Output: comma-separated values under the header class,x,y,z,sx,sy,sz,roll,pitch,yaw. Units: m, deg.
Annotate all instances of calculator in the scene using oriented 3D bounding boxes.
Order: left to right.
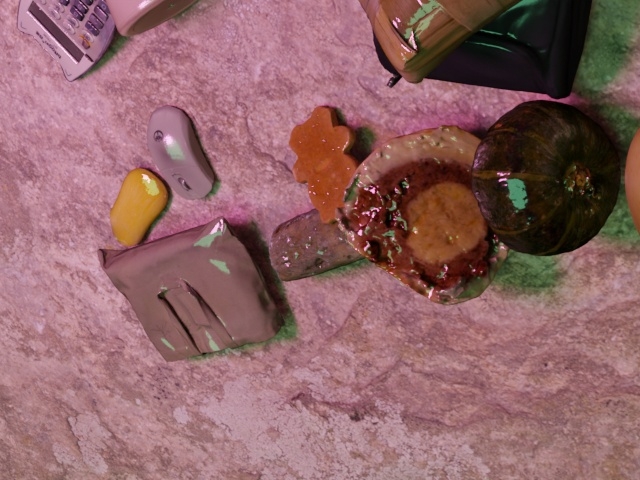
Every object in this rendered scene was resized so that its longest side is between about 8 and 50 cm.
class,x,y,z,sx,sy,sz,roll,pitch,yaw
calculator,-0.412,-0.377,1.831,0.177,0.040,0.268,47,146,-5

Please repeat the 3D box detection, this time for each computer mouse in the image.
class,x,y,z,sx,sy,sz,roll,pitch,yaw
computer mouse,-0.244,-0.139,1.909,0.089,0.056,0.181,-11,112,37

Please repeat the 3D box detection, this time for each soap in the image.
class,x,y,z,sx,sy,sz,roll,pitch,yaw
soap,-0.333,-0.062,2.013,0.089,0.033,0.168,43,128,2

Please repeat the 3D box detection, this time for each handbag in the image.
class,x,y,z,sx,sy,sz,roll,pitch,yaw
handbag,-0.226,0.088,1.998,0.316,0.109,0.253,-15,114,33
handbag,0.200,-0.298,1.503,0.302,0.178,0.275,14,123,20

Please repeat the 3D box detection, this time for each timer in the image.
class,x,y,z,sx,sy,sz,roll,pitch,yaw
timer,-0.296,-0.465,1.687,0.175,0.175,0.266,-29,95,37

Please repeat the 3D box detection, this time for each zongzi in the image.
class,x,y,z,sx,sy,sz,roll,pitch,yaw
zongzi,0.141,-0.350,1.385,0.228,0.115,0.256,-35,56,12

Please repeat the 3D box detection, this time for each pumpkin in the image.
class,x,y,z,sx,sy,sz,roll,pitch,yaw
pumpkin,0.309,-0.086,1.546,0.157,0.224,0.223,7,124,53

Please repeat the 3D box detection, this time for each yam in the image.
class,x,y,z,sx,sy,sz,roll,pitch,yaw
yam,0.000,0.000,1.829,0.194,0.107,0.107,-21,106,36

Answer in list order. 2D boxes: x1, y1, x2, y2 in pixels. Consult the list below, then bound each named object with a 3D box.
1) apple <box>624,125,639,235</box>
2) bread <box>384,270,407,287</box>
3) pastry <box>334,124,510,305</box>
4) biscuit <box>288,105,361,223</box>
class,x,y,z,sx,sy,sz,roll,pitch,yaw
apple,0.521,-0.069,1.425,0.262,0.262,0.262,13,122,21
bread,0.132,0.034,1.822,0.083,0.035,0.070,41,129,-3
pastry,0.168,-0.044,1.678,0.256,0.170,0.236,34,87,2
biscuit,0.014,-0.122,1.749,0.133,0.027,0.184,-49,59,26
